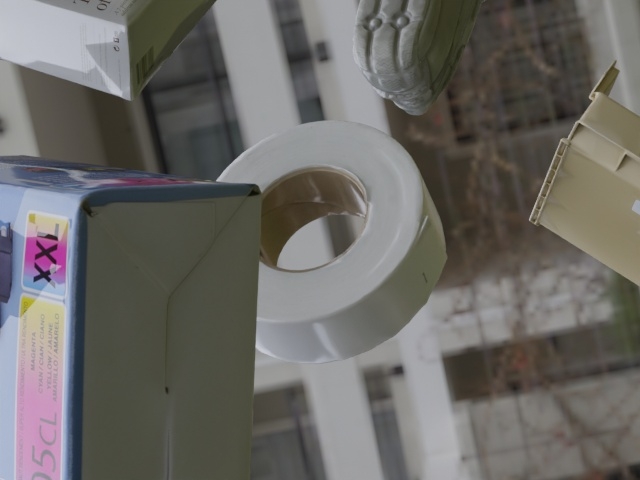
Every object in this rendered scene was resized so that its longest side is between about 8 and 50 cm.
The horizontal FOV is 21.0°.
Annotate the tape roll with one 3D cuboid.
[{"bbox_3d":[0.000,0.000,2.024,0.100,0.286,0.286,62,-162,-51],"label":"tape roll"}]

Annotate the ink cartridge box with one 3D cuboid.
[{"bbox_3d":[-0.217,0.078,1.254,0.395,0.151,0.270,10,99,53],"label":"ink cartridge box"}]

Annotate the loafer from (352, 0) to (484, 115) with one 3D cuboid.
[{"bbox_3d":[0.112,-0.267,1.645,0.111,0.112,0.319,54,-129,-51],"label":"loafer"}]

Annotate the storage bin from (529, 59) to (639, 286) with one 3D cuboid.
[{"bbox_3d":[0.400,-0.050,2.002,0.123,0.262,0.260,-52,-12,-21],"label":"storage bin"}]

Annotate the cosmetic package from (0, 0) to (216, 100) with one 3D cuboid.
[{"bbox_3d":[-0.105,-0.188,1.079,0.239,0.099,0.060,-58,-23,-43],"label":"cosmetic package"}]
